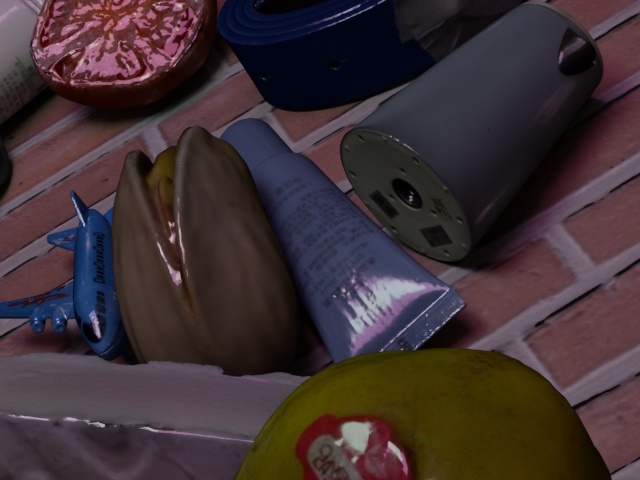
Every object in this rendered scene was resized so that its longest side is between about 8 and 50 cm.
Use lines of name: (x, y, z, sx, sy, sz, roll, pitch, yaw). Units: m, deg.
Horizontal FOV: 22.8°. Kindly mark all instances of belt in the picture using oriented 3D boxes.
belt: (0.060, -0.277, 1.772, 0.347, 0.117, 0.212, -25, 38, 11)

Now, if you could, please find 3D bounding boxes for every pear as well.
pear: (0.047, 0.244, 1.125, 0.375, 0.287, 0.287, -54, 40, 4)

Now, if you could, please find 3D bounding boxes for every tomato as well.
tomato: (-0.234, -0.251, 1.947, 0.237, 0.095, 0.237, -7, 60, 12)

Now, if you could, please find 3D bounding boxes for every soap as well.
soap: (-0.182, 0.138, 1.325, 0.302, 0.258, 0.159, -40, 5, 18)

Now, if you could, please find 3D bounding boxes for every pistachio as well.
pistachio: (-0.118, 0.030, 1.490, 0.166, 0.197, 0.288, -25, 68, 6)

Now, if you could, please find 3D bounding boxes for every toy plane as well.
toy plane: (-0.226, 0.043, 1.641, 0.254, 0.105, 0.271, -28, 40, 7)

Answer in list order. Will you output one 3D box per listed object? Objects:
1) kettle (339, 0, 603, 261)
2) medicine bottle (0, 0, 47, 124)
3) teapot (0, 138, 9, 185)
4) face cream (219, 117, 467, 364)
kettle: (0.145, -0.112, 1.544, 0.243, 0.160, 0.210, -44, 11, -24)
medicine bottle: (-0.391, -0.252, 2.039, 0.237, 0.139, 0.139, -43, 39, -20)
teapot: (-0.444, -0.077, 1.943, 0.108, 0.149, 0.111, -30, -2, 28)
face cream: (0.000, 0.000, 1.553, 0.135, 0.086, 0.385, -43, 43, 4)
